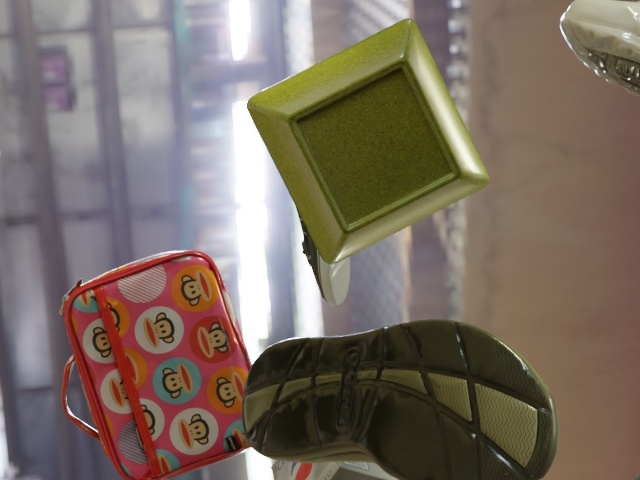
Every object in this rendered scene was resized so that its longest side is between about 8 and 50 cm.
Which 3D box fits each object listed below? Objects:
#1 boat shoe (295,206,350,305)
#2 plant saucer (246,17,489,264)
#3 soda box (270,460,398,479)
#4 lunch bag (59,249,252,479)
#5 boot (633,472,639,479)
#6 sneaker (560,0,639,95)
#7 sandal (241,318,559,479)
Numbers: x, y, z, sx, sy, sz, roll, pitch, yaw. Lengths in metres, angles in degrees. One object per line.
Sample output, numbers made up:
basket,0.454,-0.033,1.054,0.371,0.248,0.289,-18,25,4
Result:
boat shoe,0.000,0.000,1.787,0.049,0.040,0.142,-24,109,-57
plant saucer,0.050,-0.094,1.633,0.188,0.188,0.045,63,-1,-11
soda box,0.098,0.260,1.670,0.098,0.286,0.091,-54,-147,25
lunch bag,-0.226,0.173,2.243,0.120,0.258,0.293,-176,-113,-84
boot,0.272,0.145,0.990,0.246,0.161,0.083,-57,-146,6
sneaker,0.305,-0.165,1.295,0.090,0.232,0.115,85,19,-77
sandal,0.061,0.122,1.220,0.302,0.086,0.120,2,-107,50
